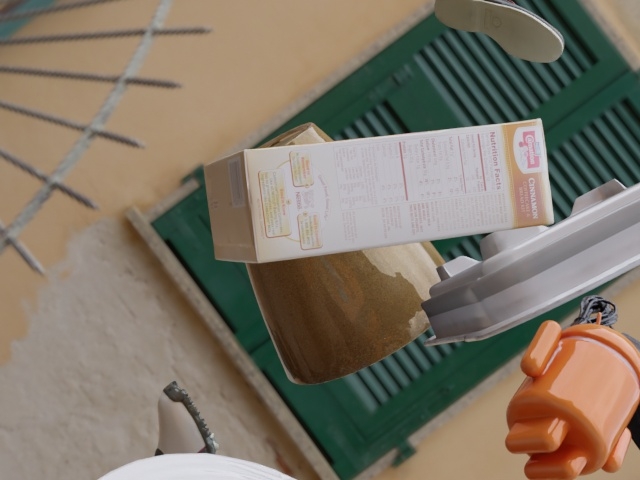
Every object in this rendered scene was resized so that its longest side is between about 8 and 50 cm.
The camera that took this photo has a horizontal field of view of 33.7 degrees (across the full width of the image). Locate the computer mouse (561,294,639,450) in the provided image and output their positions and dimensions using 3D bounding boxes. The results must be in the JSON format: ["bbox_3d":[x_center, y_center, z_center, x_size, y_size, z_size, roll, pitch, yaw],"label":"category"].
[{"bbox_3d":[0.436,0.199,1.432,0.272,0.188,0.072,50,-45,6],"label":"computer mouse"}]

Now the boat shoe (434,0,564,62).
[{"bbox_3d":[0.176,-0.212,1.012,0.133,0.042,0.049,27,-44,20],"label":"boat shoe"}]

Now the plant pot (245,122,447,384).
[{"bbox_3d":[0.000,0.000,1.248,0.254,0.237,0.237,59,-2,-12],"label":"plant pot"}]

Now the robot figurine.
[{"bbox_3d":[0.301,0.186,1.232,0.158,0.219,0.128,31,-39,17],"label":"robot figurine"}]

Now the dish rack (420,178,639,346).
[{"bbox_3d":[0.222,0.001,0.935,0.072,0.285,0.333,62,-7,5],"label":"dish rack"}]

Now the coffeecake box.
[{"bbox_3d":[0.031,-0.030,0.676,0.142,0.185,0.068,178,-95,-75],"label":"coffeecake box"}]

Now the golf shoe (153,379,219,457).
[{"bbox_3d":[-0.189,0.322,1.380,0.105,0.120,0.273,21,-59,63],"label":"golf shoe"}]

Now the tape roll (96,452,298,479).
[{"bbox_3d":[-0.069,0.287,0.755,0.286,0.100,0.286,19,27,-10],"label":"tape roll"}]
